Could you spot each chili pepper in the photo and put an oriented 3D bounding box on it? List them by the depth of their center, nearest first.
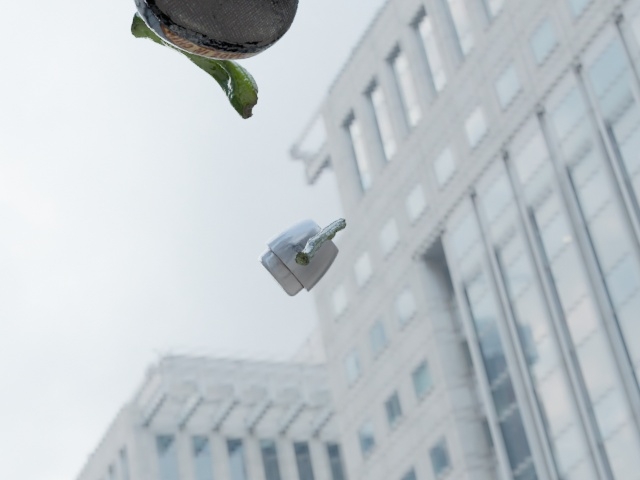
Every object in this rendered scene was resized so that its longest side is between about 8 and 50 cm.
[{"bbox_3d":[-0.148,-0.227,1.820,0.050,0.202,0.052,-37,-21,-52],"label":"chili pepper"}]

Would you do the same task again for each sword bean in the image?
[{"bbox_3d":[0.000,0.000,1.011,0.012,0.012,0.083,-31,6,27],"label":"sword bean"}]

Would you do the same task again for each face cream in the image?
[{"bbox_3d":[-0.030,0.022,2.017,0.095,0.091,0.091,-42,-36,-4],"label":"face cream"}]

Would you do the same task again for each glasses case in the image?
[{"bbox_3d":[-0.075,-0.283,1.053,0.122,0.321,0.082,9,-20,-28],"label":"glasses case"}]
